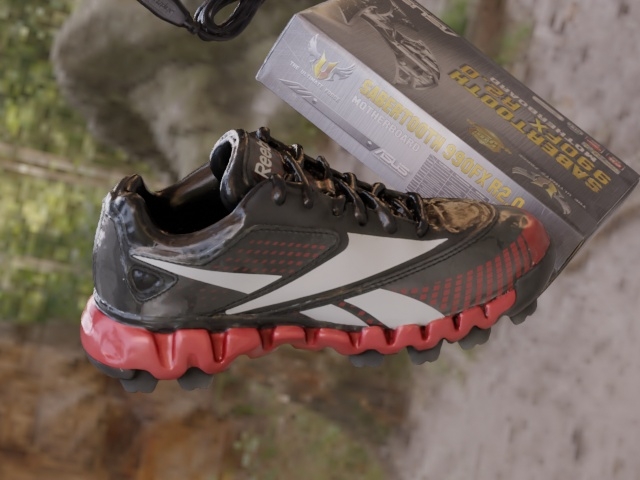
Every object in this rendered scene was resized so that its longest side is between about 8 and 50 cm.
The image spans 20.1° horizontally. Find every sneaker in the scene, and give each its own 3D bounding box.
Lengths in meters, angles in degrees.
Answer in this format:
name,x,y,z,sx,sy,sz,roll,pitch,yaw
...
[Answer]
name,x,y,z,sx,sy,sz,roll,pitch,yaw
sneaker,0.000,0.000,1.007,0.097,0.276,0.135,-111,16,-63

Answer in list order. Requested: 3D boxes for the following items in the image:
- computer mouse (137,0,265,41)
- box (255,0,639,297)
name,x,y,z,sx,sy,sz,roll,pitch,yaw
computer mouse,-0.130,-0.290,1.529,0.184,0.262,0.060,-52,18,-19
box,0.090,-0.074,1.191,0.056,0.231,0.183,-55,-9,23
